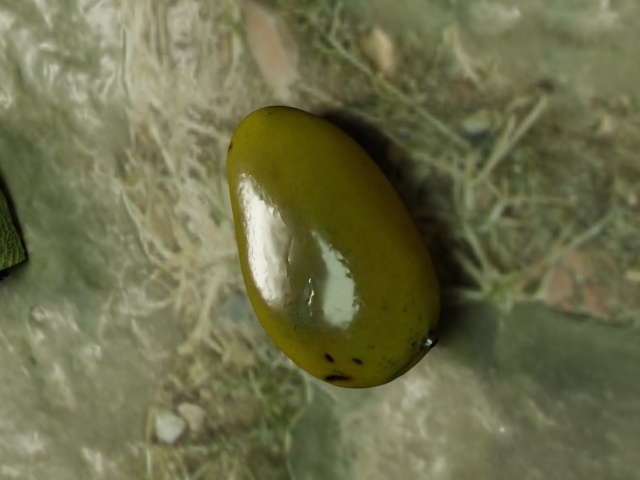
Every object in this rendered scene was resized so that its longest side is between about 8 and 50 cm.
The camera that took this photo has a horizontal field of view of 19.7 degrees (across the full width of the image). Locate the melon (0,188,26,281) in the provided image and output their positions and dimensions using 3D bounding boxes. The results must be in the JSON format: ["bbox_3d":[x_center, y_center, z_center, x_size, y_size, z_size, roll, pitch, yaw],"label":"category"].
[{"bbox_3d":[-0.270,-0.017,1.139,0.160,0.079,0.128,1,104,38],"label":"melon"}]

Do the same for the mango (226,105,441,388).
[{"bbox_3d":[0.000,0.000,0.942,0.103,0.076,0.161,-45,65,43],"label":"mango"}]
